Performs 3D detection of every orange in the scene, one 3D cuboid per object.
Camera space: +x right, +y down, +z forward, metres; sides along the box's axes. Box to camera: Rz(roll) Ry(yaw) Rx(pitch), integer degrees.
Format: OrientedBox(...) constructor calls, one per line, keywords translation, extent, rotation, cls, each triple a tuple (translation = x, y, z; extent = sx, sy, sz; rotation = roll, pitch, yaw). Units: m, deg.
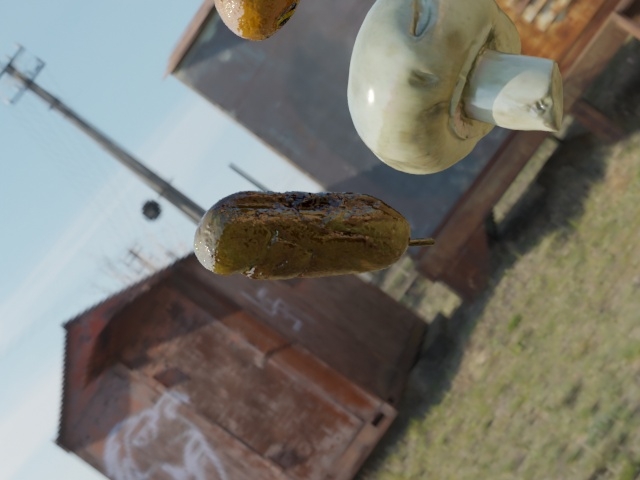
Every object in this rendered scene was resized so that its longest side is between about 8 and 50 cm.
OrientedBox(translation=(-0.086, -0.344, 1.407), extent=(0.135, 0.117, 0.135), rotation=(-42, -8, -7), cls="orange")

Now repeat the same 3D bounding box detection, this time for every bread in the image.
OrientedBox(translation=(0.000, -0.001, 1.417), extent=(0.084, 0.344, 0.124), rotation=(-116, 32, -57), cls="bread")

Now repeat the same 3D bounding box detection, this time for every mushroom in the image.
OrientedBox(translation=(0.218, -0.290, 1.718), extent=(0.325, 0.353, 0.353), rotation=(-83, 20, -46), cls="mushroom")
